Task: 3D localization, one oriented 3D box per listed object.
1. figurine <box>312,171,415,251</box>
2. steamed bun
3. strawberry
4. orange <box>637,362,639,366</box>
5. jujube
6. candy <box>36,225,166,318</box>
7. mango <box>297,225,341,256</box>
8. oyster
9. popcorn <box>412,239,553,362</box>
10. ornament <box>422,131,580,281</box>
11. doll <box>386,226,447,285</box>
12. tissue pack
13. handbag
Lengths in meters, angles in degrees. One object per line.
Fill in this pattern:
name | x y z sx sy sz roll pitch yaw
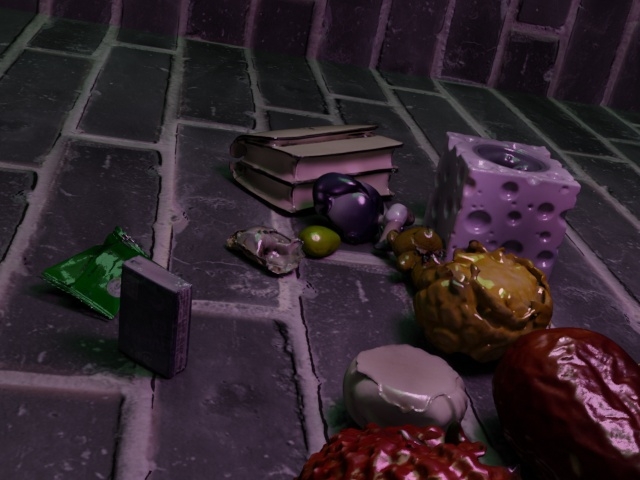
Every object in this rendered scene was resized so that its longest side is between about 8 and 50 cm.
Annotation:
figurine | 0.081 -0.066 1.844 0.222 0.145 0.145 21 26 16
steamed bun | 0.121 0.230 1.251 0.183 0.106 0.183 10 20 -4
strawberry | 0.040 0.336 0.855 0.351 0.267 0.312 -29 9 -14
orange | 0.574 0.243 1.484 0.086 0.062 0.086 12 26 -6
jujube | 0.375 0.257 1.195 0.223 0.223 0.318 2 30 -21
candy | -0.358 0.048 1.462 0.141 0.078 0.203 20 31 17
mango | 0.000 0.000 1.759 0.073 0.056 0.108 36 21 35
oyster | -0.105 0.012 1.684 0.166 0.053 0.108 34 57 25
popcorn | 0.278 0.104 1.499 0.250 0.190 0.250 14 18 -5
ornament | 0.381 -0.074 1.870 0.239 0.239 0.240 9 24 -9
doll | 0.213 0.039 1.715 0.137 0.097 0.209 13 32 -24
tissue pack | -0.247 0.113 1.271 0.112 0.156 0.051 25 31 26
handbag | -0.006 -0.190 2.047 0.359 0.160 0.237 -11 26 -41
